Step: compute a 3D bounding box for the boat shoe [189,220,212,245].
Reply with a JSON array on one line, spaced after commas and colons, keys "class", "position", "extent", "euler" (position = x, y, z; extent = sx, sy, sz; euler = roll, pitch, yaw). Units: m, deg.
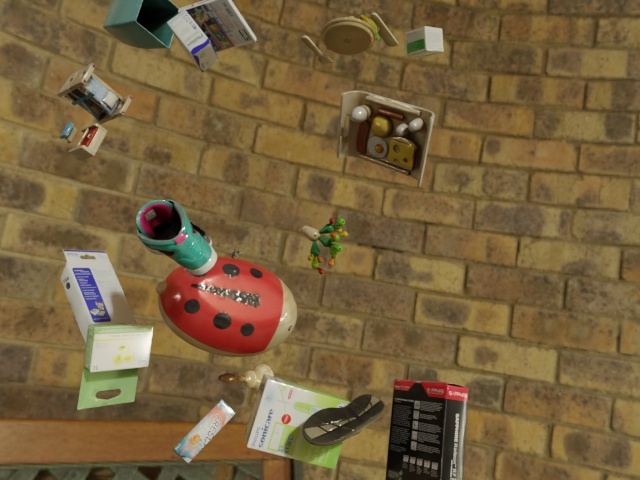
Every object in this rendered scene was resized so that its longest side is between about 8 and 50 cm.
[{"class": "boat shoe", "position": [-0.504, -0.041, 2.027], "extent": [0.228, 0.080, 0.076], "euler": [33, -30, 31]}]

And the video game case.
[{"class": "video game case", "position": [-0.342, -0.720, 1.788], "extent": [0.183, 0.023, 0.201], "euler": [-7, -26, 21]}]

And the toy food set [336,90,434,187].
[{"class": "toy food set", "position": [0.186, -0.304, 1.598], "extent": [0.306, 0.219, 0.092], "euler": [26, 40, 30]}]

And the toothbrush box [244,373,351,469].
[{"class": "toothbrush box", "position": [-0.069, 0.557, 1.652], "extent": [0.283, 0.206, 0.122], "euler": [19, -9, -9]}]

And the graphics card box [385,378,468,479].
[{"class": "graphics card box", "position": [0.296, 0.591, 1.516], "extent": [0.094, 0.370, 0.233], "euler": [18, -20, -30]}]

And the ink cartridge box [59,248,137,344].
[{"class": "ink cartridge box", "position": [-0.687, 0.181, 1.651], "extent": [0.065, 0.332, 0.165], "euler": [-38, -21, 23]}]

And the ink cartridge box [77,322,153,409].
[{"class": "ink cartridge box", "position": [-0.564, 0.347, 1.473], "extent": [0.056, 0.235, 0.171], "euler": [7, 0, 44]}]

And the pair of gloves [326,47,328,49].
[{"class": "pair of gloves", "position": [0.058, -0.712, 1.908], "extent": [0.010, 0.083, 0.074], "euler": [44, 3, -33]}]

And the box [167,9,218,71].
[{"class": "box", "position": [-0.395, -0.619, 1.665], "extent": [0.137, 0.072, 0.126], "euler": [52, -3, 5]}]

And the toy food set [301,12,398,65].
[{"class": "toy food set", "position": [0.063, -0.455, 1.179], "extent": [0.192, 0.038, 0.132], "euler": [-5, -18, 30]}]

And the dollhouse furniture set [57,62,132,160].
[{"class": "dollhouse furniture set", "position": [-0.595, -0.324, 1.357], "extent": [0.129, 0.183, 0.129], "euler": [-7, -34, 38]}]

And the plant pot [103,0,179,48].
[{"class": "plant pot", "position": [-0.679, -0.819, 1.986], "extent": [0.234, 0.165, 0.166], "euler": [5, -14, 32]}]

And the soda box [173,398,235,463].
[{"class": "soda box", "position": [-0.324, 0.534, 1.494], "extent": [0.058, 0.183, 0.063], "euler": [43, -28, 5]}]

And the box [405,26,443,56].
[{"class": "box", "position": [0.384, -0.732, 1.974], "extent": [0.102, 0.087, 0.101], "euler": [-10, 9, -38]}]

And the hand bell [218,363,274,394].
[{"class": "hand bell", "position": [-0.305, 0.538, 2.080], "extent": [0.126, 0.126, 0.242], "euler": [3, -13, 36]}]

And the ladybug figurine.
[{"class": "ladybug figurine", "position": [-0.264, 0.189, 1.606], "extent": [0.449, 0.305, 0.162], "euler": [13, -23, -23]}]

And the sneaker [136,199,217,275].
[{"class": "sneaker", "position": [-0.397, -0.030, 1.315], "extent": [0.296, 0.124, 0.178], "euler": [22, -26, 37]}]

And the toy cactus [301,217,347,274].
[{"class": "toy cactus", "position": [0.000, 0.000, 1.998], "extent": [0.180, 0.219, 0.112], "euler": [30, 11, 28]}]

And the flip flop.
[{"class": "flip flop", "position": [0.072, 0.534, 1.565], "extent": [0.277, 0.080, 0.112], "euler": [-14, 41, -37]}]

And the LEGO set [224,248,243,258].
[{"class": "LEGO set", "position": [-0.293, 0.054, 1.766], "extent": [0.023, 0.054, 0.083], "euler": [8, 2, 35]}]
